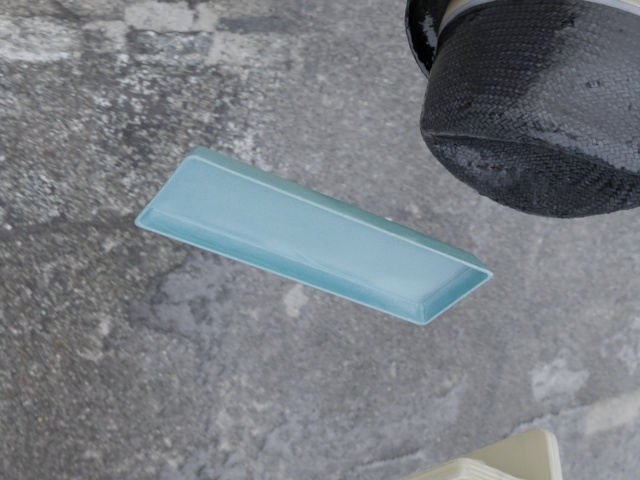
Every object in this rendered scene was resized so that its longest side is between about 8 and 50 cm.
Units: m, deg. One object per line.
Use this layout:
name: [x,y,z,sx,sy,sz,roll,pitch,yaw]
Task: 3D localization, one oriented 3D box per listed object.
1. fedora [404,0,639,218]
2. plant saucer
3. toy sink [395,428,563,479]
fedora: [0.210,-0.113,0.823,0.334,0.334,0.152,41,65,-35]
plant saucer: [0.000,0.000,0.513,0.192,0.067,0.018,20,49,-27]
toy sink: [0.111,0.266,0.783,0.131,0.153,0.234,28,47,-31]
